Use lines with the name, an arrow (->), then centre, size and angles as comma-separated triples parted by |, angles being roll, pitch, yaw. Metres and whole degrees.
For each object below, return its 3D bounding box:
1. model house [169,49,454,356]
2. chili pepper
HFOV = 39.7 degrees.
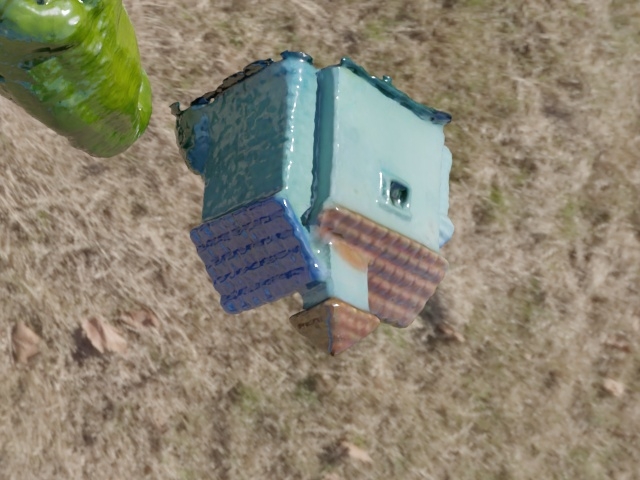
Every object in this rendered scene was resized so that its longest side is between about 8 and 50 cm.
model house -> 0.000, 0.000, 0.468 | 0.148, 0.119, 0.149 | 26, 55, -39
chili pepper -> -0.109, -0.086, 0.352 | 0.072, 0.204, 0.073 | 20, 74, 1
